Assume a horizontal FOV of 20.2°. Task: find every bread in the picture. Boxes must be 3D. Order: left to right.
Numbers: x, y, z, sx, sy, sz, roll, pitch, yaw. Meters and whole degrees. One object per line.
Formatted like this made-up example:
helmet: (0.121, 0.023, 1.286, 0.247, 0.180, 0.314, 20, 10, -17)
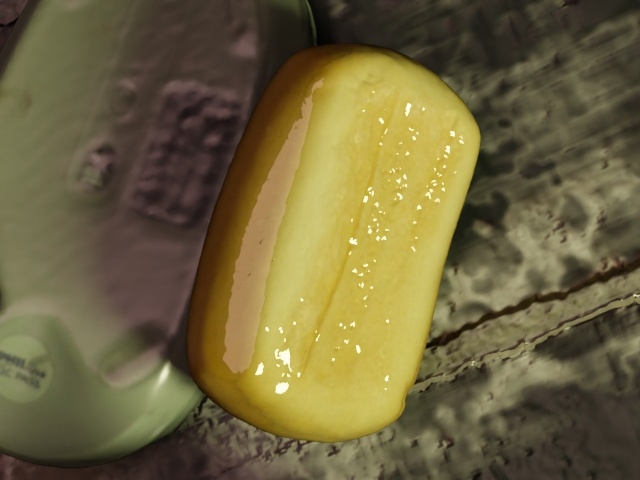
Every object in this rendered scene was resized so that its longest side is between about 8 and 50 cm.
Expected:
bread: (0.000, 0.000, 0.983, 0.098, 0.147, 0.217, 11, 79, 47)

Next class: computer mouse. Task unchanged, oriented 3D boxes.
computer mouse: (-0.120, -0.028, 1.059, 0.197, 0.095, 0.331, 20, 79, 8)
